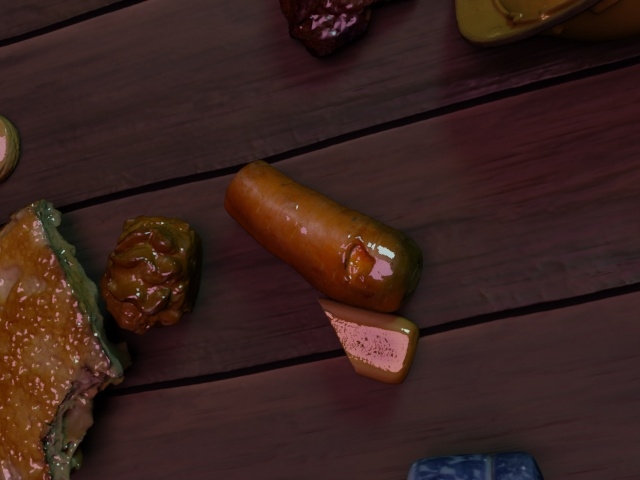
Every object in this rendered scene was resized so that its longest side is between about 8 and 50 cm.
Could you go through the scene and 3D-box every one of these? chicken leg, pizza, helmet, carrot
[{"bbox_3d":[0.048,-0.329,0.696,0.177,0.083,0.323,10,92,5],"label":"chicken leg"},{"bbox_3d":[-0.292,0.132,0.752,0.223,0.089,0.324,28,97,19],"label":"pizza"},{"bbox_3d":[0.247,-0.237,0.603,0.257,0.140,0.205,-33,44,50],"label":"helmet"},{"bbox_3d":[0.000,0.000,0.690,0.193,0.087,0.087,26,94,19],"label":"carrot"}]

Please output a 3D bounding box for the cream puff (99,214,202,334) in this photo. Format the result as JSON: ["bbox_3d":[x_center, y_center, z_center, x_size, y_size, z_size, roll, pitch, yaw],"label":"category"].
[{"bbox_3d":[-0.165,0.031,0.719,0.094,0.122,0.116,4,50,6],"label":"cream puff"}]

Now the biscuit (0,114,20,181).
[{"bbox_3d":[-0.422,-0.049,0.820,0.234,0.030,0.153,-42,81,9],"label":"biscuit"}]

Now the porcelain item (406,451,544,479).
[{"bbox_3d":[0.136,0.251,0.613,0.114,0.147,0.147,-7,87,14],"label":"porcelain item"}]

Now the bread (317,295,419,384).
[{"bbox_3d":[0.039,0.093,0.692,0.103,0.049,0.062,13,87,16],"label":"bread"}]
